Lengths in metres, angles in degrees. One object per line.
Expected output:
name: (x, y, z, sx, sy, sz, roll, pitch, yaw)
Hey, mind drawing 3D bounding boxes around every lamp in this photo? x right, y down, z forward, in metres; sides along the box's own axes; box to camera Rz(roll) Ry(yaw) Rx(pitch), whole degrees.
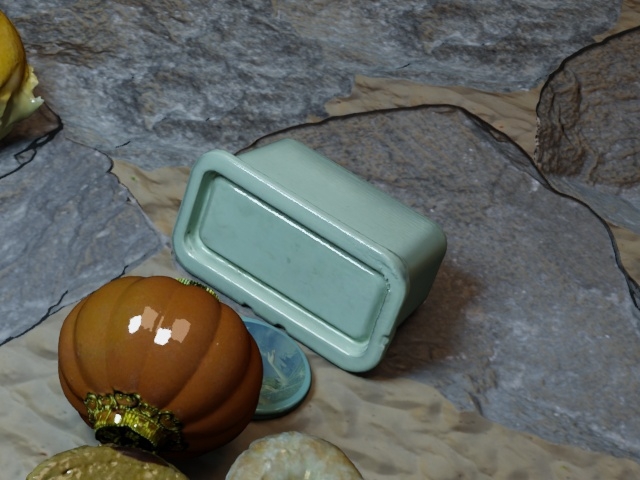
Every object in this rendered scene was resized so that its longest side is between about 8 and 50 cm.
lamp: (-0.169, 0.135, 1.519, 0.223, 0.223, 0.196, 19, 54, 4)

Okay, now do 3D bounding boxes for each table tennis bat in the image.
table tennis bat: (-0.120, 0.126, 1.691, 0.237, 0.038, 0.149, 30, 42, 12)

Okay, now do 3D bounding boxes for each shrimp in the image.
shrimp: (-0.050, 0.310, 1.444, 0.168, 0.077, 0.317, 41, 42, 0)

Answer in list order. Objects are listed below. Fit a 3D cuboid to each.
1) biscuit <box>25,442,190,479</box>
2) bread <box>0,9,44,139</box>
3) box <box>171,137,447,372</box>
biscuit: (-0.204, 0.301, 1.403, 0.226, 0.042, 0.226, 12, 60, -22)
bread: (-0.559, -0.197, 1.806, 0.389, 0.183, 0.236, -20, 54, -36)
box: (0.000, 0.000, 1.781, 0.312, 0.175, 0.182, 32, 34, 19)
